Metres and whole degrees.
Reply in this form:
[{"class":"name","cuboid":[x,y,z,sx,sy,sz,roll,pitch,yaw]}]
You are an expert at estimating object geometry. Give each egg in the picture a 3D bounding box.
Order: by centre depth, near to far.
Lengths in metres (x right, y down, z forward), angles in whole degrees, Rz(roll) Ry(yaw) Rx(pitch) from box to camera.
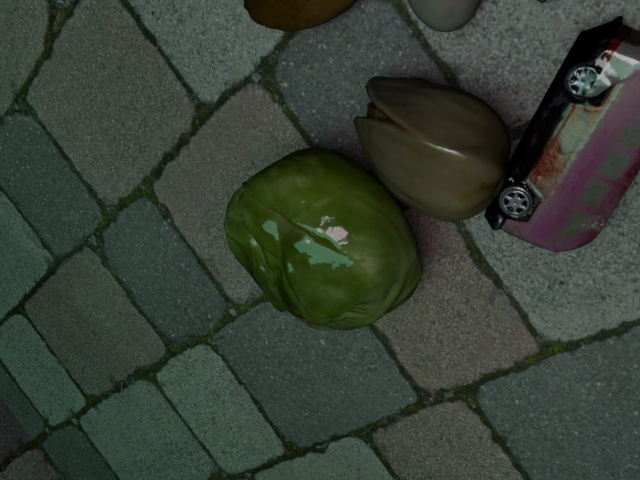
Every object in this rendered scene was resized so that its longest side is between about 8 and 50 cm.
[{"class":"egg","cuboid":[0.159,-0.340,0.871,0.103,0.103,0.135,-7,111,34]}]

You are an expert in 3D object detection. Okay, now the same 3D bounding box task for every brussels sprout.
[{"class":"brussels sprout","cuboid":[0.000,0.000,1.031,0.328,0.247,0.328,48,158,27]}]

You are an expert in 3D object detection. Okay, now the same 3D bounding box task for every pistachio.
[{"class":"pistachio","cuboid":[0.138,-0.131,0.900,0.288,0.197,0.166,41,109,52]}]

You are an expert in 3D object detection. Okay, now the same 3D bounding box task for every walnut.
[{"class":"walnut","cuboid":[-0.026,-0.372,0.956,0.245,0.137,0.137,-9,108,35]}]

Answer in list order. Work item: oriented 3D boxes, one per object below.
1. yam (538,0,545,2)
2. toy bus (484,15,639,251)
[{"class":"yam","cuboid":[0.193,-0.428,0.830,0.317,0.067,0.071,49,156,1]},{"class":"toy bus","cuboid":[0.334,-0.121,0.858,0.147,0.127,0.302,28,125,13]}]
